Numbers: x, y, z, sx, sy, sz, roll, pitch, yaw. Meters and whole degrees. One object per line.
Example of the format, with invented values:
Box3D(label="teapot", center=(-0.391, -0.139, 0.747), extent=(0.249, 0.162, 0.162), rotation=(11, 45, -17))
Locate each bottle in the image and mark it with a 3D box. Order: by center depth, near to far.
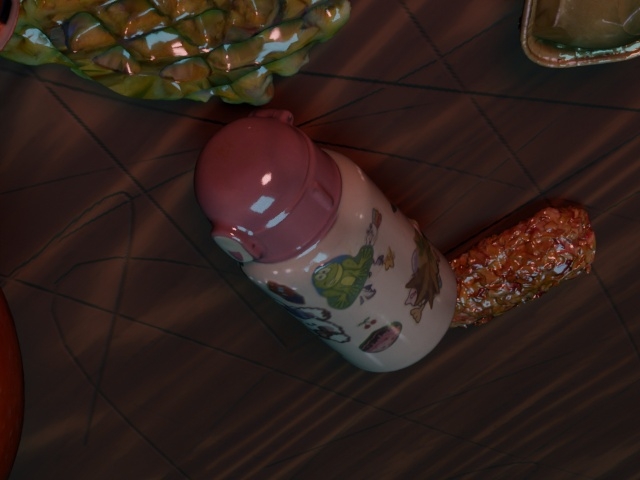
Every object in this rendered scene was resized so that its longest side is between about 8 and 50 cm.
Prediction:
Box3D(label="bottle", center=(0.000, 0.000, 0.978), extent=(0.120, 0.120, 0.253), rotation=(-27, 141, 19))

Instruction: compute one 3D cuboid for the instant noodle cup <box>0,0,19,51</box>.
Box3D(label="instant noodle cup", center=(-0.220, -0.212, 0.554), extent=(0.250, 0.250, 0.192), rotation=(11, 128, -28))

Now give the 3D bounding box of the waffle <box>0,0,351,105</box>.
Box3D(label="waffle", center=(-0.082, -0.158, 0.801), extent=(0.223, 0.054, 0.204), rotation=(8, 138, -24))

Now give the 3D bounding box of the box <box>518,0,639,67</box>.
Box3D(label="box", center=(0.176, -0.181, 0.804), extent=(0.111, 0.111, 0.177), rotation=(-9, 143, -5))

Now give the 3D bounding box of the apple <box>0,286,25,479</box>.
Box3D(label="apple", center=(-0.373, 0.100, 0.869), extent=(0.348, 0.277, 0.348), rotation=(-8, 144, -6))

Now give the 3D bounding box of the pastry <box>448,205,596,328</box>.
Box3D(label="pastry", center=(0.155, 0.031, 1.107), extent=(0.169, 0.063, 0.087), rotation=(-31, 142, 21))
